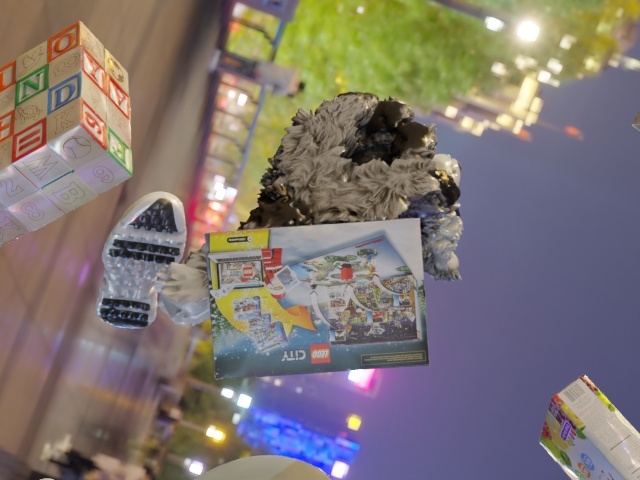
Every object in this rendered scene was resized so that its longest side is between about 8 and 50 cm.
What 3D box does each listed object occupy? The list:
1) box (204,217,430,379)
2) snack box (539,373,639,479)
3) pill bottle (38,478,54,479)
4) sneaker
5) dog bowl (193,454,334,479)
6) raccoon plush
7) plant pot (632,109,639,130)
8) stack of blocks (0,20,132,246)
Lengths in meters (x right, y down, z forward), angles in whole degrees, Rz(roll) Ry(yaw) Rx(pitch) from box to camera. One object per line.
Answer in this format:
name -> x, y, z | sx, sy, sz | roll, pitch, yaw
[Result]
box -> -0.004, 0.062, 1.334 | 0.044, 0.233, 0.159 | -85, 171, -88
snack box -> 0.411, 0.316, 1.766 | 0.070, 0.207, 0.174 | -35, 153, -15
pill bottle -> -0.341, 0.383, 1.683 | 0.152, 0.086, 0.086 | 55, 47, -51
sneaker -> -0.261, 0.009, 1.780 | 0.292, 0.110, 0.118 | 122, -23, -50
dog bowl -> -0.066, 0.366, 1.318 | 0.104, 0.265, 0.265 | 62, 35, -43
raccoon plush -> 0.000, 0.000, 1.596 | 0.299, 0.446, 0.216 | 78, -14, -58
plant pot -> 0.481, -0.169, 1.565 | 0.109, 0.109, 0.096 | 5, -107, 57
stack of blocks -> -0.344, -0.084, 1.294 | 0.297, 0.087, 0.171 | -27, -136, 15
